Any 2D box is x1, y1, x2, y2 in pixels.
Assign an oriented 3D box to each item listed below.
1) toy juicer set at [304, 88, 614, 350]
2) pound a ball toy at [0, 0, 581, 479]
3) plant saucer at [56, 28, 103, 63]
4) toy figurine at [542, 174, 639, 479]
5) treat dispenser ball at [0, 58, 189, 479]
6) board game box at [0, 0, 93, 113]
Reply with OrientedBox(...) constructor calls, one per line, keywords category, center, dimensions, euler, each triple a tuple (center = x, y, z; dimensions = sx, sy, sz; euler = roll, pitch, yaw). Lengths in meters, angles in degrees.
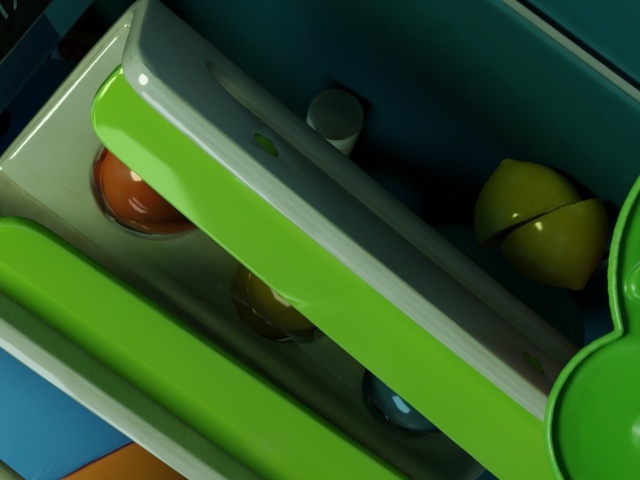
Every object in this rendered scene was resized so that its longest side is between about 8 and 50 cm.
OrientedBox(category="toy juicer set", center=(0.077, 0.025, 0.751), dimensions=(0.329, 0.089, 0.209), euler=(27, 163, 23))
OrientedBox(category="pound a ball toy", center=(-0.053, 0.045, 0.620), dimensions=(0.319, 0.208, 0.135), euler=(38, -163, -17))
OrientedBox(category="plant saucer", center=(-0.128, -0.105, 0.906), dimensions=(0.083, 0.013, 0.083), euler=(30, 164, 10))
OrientedBox(category="toy figurine", center=(0.153, 0.039, 0.558), dimensions=(0.130, 0.173, 0.159), euler=(44, 178, 8))
OrientedBox(category="treat dispenser ball", center=(-0.164, 0.040, 0.822), dimensions=(0.288, 0.288, 0.288), euler=(31, 164, 10))
OrientedBox(category="board game box", center=(-0.215, -0.141, 0.538), dimensions=(0.079, 0.253, 0.336), euler=(29, 163, 23))
